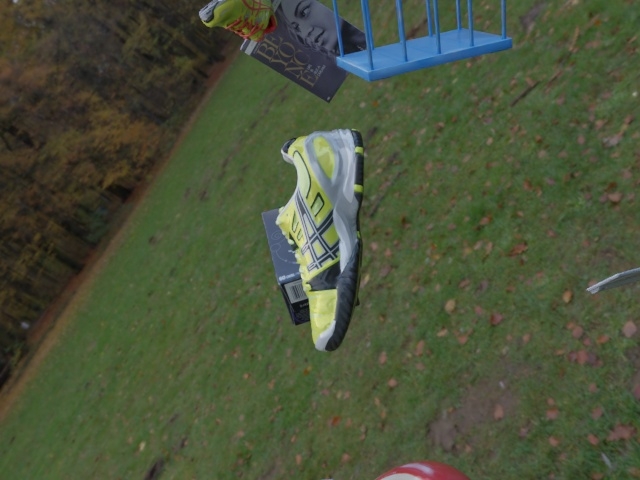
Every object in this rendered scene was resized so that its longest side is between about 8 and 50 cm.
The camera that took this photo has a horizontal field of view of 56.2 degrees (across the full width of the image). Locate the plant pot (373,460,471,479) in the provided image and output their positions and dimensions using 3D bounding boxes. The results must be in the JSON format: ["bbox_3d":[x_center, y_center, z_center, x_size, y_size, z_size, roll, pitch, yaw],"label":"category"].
[{"bbox_3d":[0.094,0.260,0.396,0.191,0.174,0.191,-51,16,20],"label":"plant pot"}]

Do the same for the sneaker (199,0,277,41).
[{"bbox_3d":[-0.137,-0.407,1.094,0.082,0.094,0.208,-17,16,35],"label":"sneaker"}]

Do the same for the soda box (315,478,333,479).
[{"bbox_3d":[0.012,0.427,0.840,0.183,0.058,0.062,-122,41,-55],"label":"soda box"}]

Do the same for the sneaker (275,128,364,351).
[{"bbox_3d":[0.000,0.000,1.049,0.145,0.147,0.384,9,-97,-85],"label":"sneaker"}]

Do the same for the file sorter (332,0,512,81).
[{"bbox_3d":[0.108,-0.258,0.678,0.171,0.104,0.118,-16,27,-9],"label":"file sorter"}]

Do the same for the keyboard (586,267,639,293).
[{"bbox_3d":[0.572,0.050,1.031,0.014,0.256,0.072,68,153,24],"label":"keyboard"}]

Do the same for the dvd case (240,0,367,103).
[{"bbox_3d":[-0.029,-0.407,1.239,0.164,0.221,0.018,-54,23,23],"label":"dvd case"}]

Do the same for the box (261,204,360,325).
[{"bbox_3d":[-0.027,0.037,1.399,0.165,0.143,0.270,-17,40,-2],"label":"box"}]
